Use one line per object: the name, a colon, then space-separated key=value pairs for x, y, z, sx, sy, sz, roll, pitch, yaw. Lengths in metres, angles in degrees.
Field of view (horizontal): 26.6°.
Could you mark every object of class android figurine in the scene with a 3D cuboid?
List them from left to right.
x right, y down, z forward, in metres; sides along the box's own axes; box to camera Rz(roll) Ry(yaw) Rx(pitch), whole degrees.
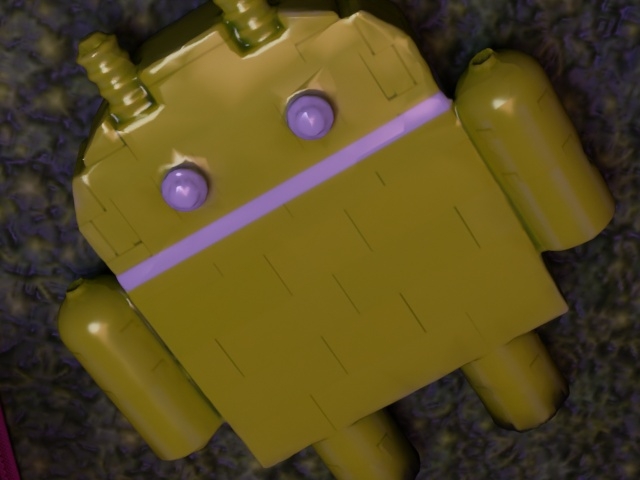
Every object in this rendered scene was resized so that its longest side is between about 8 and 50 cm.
android figurine: x=0.000 y=0.000 z=0.608 sx=0.248 sy=0.056 sz=0.273 roll=-27 pitch=117 yaw=10

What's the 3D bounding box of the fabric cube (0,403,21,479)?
fabric cube: x=-0.269 y=0.213 z=0.589 sx=0.258 sy=0.254 sz=0.259 roll=-6 pitch=118 yaw=1
